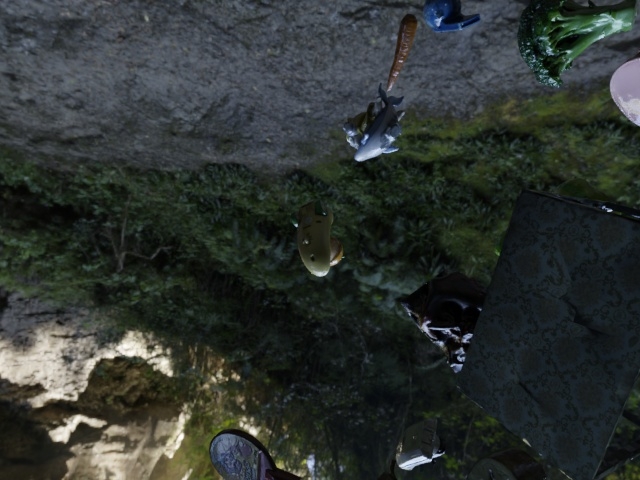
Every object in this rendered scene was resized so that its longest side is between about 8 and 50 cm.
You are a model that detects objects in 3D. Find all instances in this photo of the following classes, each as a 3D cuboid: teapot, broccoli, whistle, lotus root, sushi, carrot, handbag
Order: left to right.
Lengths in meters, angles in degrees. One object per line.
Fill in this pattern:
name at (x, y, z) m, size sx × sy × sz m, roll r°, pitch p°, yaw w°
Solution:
teapot at (0.217, 0.747, 1.348) m, size 0.080 × 0.110 × 0.085 m, roll 16°, pitch 158°, yaw 37°
carrot at (0.226, -0.526, 1.218) m, size 0.048 × 0.216 × 0.048 m, roll 8°, pitch -140°, yaw -7°
whistle at (0.277, -0.507, 0.940) m, size 0.090 × 0.090 × 0.158 m, roll 6°, pitch -160°, yaw -21°
sushi at (0.353, 0.181, 1.059) m, size 0.227 × 0.215 × 0.212 m, roll 54°, pitch -178°, yaw 14°
lotus root at (0.510, 0.687, 1.231) m, size 0.119 × 0.235 × 0.138 m, roll 5°, pitch -144°, yaw -33°
broccoli at (0.651, -0.552, 1.106) m, size 0.269 × 0.269 × 0.254 m, roll 19°, pitch 160°, yaw 43°
handbag at (0.678, -0.309, 0.809) m, size 0.205 × 0.116 × 0.179 m, roll 38°, pitch 169°, yaw -10°

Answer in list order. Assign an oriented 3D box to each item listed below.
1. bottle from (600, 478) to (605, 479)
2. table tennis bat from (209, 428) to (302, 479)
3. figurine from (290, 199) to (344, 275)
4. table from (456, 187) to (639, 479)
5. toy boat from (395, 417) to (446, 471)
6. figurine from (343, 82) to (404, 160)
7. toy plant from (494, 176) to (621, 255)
bottle at (0.733, 0.651, 1.204) m, size 0.060 × 0.060 × 0.164 m, roll 2°, pitch -151°, yaw -38°
table tennis bat at (-0.199, 0.667, 1.275) m, size 0.310 × 0.200 × 0.038 m, roll 10°, pitch -163°, yaw 23°
figurine at (0.000, 0.000, 1.521) m, size 0.124 × 0.222 × 0.324 m, roll -23°, pitch -136°, yaw 18°
table at (0.418, 0.120, 0.646) m, size 0.272 × 0.335 × 0.222 m, roll 1°, pitch -161°, yaw -33°
toy boat at (0.331, 0.685, 1.424) m, size 0.140 × 0.269 × 0.141 m, roll 2°, pitch -130°, yaw -2°
figurine at (0.147, -0.314, 1.175) m, size 0.128 × 0.208 × 0.184 m, roll 16°, pitch -165°, yaw -38°
toy plant at (0.669, -0.012, 1.237) m, size 0.224 × 0.316 × 0.184 m, roll 44°, pitch -168°, yaw -17°
